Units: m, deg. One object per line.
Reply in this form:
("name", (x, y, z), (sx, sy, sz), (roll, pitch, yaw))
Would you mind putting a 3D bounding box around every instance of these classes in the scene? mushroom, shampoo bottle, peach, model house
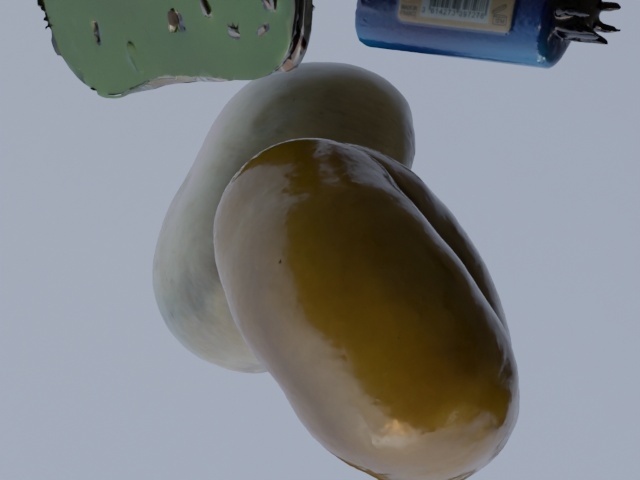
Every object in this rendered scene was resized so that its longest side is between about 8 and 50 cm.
("mushroom", (0.000, 0.000, 1.553), (0.234, 0.260, 0.254), (28, -136, -9))
("shampoo bottle", (0.114, -0.163, 1.339), (0.050, 0.183, 0.087), (34, -109, -55))
("peach", (0.024, 0.031, 0.894), (0.179, 0.103, 0.179), (53, -173, -9))
("model house", (-0.062, -0.239, 1.040), (0.154, 0.207, 0.294), (-29, -71, -43))
